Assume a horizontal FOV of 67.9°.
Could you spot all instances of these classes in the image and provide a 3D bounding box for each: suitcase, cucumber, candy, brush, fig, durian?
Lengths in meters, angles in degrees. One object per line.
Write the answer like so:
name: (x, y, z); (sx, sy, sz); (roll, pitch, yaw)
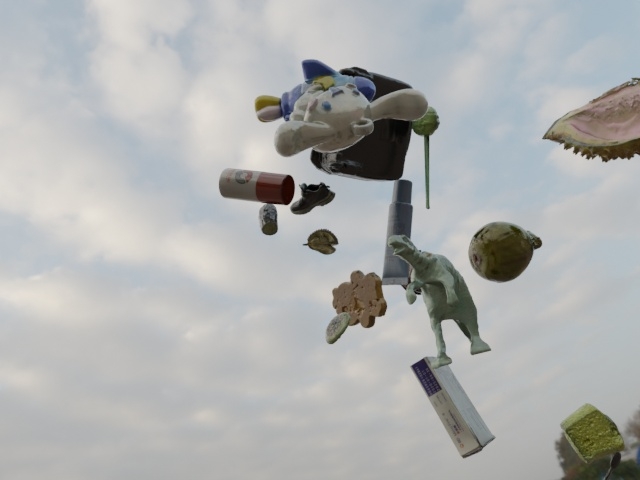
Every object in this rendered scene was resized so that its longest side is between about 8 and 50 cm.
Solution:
suitcase: (0.148, -0.374, 1.575); (0.339, 0.188, 0.345); (3, -85, -31)
cucumber: (-0.164, -0.064, 1.484); (0.064, 0.112, 0.064); (-3, -52, -4)
candy: (0.342, -0.266, 1.527); (0.093, 0.335, 0.092); (-4, -7, 25)
brush: (0.681, 0.533, 1.113); (0.024, 0.008, 0.083); (33, -96, -8)
fig: (0.446, 0.029, 1.124); (0.186, 0.142, 0.148); (0, -13, -3)
durian: (0.691, -0.250, 1.082); (0.305, 0.195, 0.185); (-16, -72, 17)
durian: (0.000, 0.002, 1.846); (0.140, 0.071, 0.110); (-6, -73, 4)

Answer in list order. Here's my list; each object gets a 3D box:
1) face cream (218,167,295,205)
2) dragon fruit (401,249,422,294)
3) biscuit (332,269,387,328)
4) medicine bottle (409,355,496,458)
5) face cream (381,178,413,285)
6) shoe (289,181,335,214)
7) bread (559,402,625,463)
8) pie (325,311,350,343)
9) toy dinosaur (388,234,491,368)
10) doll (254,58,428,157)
face cream: (-0.192, -0.163, 1.439); (0.214, 0.095, 0.096); (9, -30, 22)
dragon fruit: (0.392, 0.130, 1.889); (0.189, 0.182, 0.182); (-19, -30, 36)
biscuit: (0.119, 0.189, 1.495); (0.035, 0.184, 0.249); (-2, -19, -35)
medicine bottle: (0.283, 0.342, 1.003); (0.052, 0.201, 0.171); (-37, -27, 15)
face cream: (0.283, -0.029, 1.718); (0.086, 0.385, 0.136); (13, -12, -33)
shoe: (-0.040, -0.154, 1.607); (0.169, 0.071, 0.099); (-20, -57, 20)
bread: (0.694, 0.494, 1.220); (0.114, 0.129, 0.111); (-32, -27, 3)
pie: (0.036, 0.192, 1.059); (0.021, 0.084, 0.084); (37, -60, -15)
toy dinosaur: (0.238, 0.129, 0.860); (0.092, 0.205, 0.393); (-28, -35, 27)
doll: (0.014, -0.335, 1.178); (0.376, 0.365, 0.187); (-4, -61, -29)
